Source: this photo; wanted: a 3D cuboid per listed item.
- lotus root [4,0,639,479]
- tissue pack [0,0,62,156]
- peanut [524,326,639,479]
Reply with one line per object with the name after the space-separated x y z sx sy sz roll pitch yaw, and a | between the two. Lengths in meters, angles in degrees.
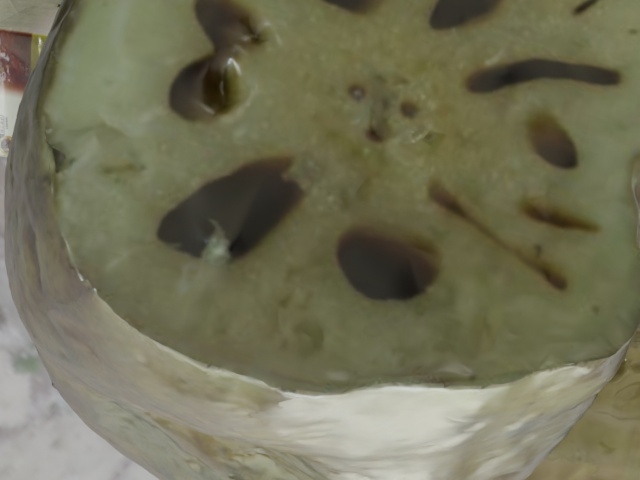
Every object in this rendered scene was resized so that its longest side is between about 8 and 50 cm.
0.000 0.000 0.704 0.250 0.250 0.346 -38 167 -17 | lotus root
-0.274 -0.162 1.773 0.106 0.099 0.149 5 125 0 | tissue pack
0.121 0.088 0.947 0.298 0.120 0.136 18 80 -14 | peanut
